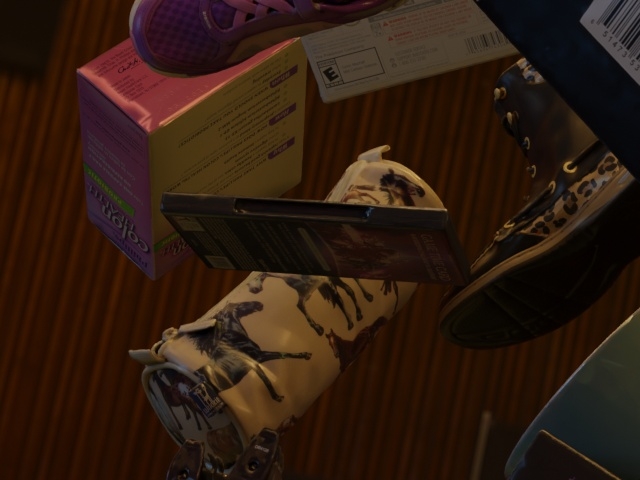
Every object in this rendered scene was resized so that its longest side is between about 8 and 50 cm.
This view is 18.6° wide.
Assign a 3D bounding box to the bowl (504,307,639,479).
[{"bbox_3d":[0.351,0.184,1.976,0.163,0.311,0.311,45,0,19],"label":"bowl"}]

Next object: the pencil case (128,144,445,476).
[{"bbox_3d":[-0.023,0.073,2.253,0.160,0.410,0.183,10,-43,51],"label":"pencil case"}]

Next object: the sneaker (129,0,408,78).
[{"bbox_3d":[-0.027,-0.186,1.441,0.236,0.095,0.104,-19,12,-5],"label":"sneaker"}]

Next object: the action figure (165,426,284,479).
[{"bbox_3d":[-0.060,0.285,1.994,0.185,0.099,0.285,5,-26,18],"label":"action figure"}]

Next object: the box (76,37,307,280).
[{"bbox_3d":[-0.131,-0.117,2.039,0.117,0.213,0.243,41,-29,26],"label":"box"}]

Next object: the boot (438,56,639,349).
[{"bbox_3d":[0.270,-0.067,2.346,0.138,0.284,0.377,27,-58,-37],"label":"boot"}]

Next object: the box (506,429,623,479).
[{"bbox_3d":[0.276,0.316,1.761,0.270,0.165,0.143,33,-2,21],"label":"box"}]

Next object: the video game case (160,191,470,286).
[{"bbox_3d":[0.000,0.000,1.909,0.274,0.026,0.196,3,-16,12],"label":"video game case"}]

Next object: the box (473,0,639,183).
[{"bbox_3d":[0.318,-0.158,1.427,0.294,0.183,0.296,-5,48,-48],"label":"box"}]

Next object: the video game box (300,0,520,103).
[{"bbox_3d":[0.067,-0.226,1.619,0.205,0.048,0.187,-13,-63,18],"label":"video game box"}]
